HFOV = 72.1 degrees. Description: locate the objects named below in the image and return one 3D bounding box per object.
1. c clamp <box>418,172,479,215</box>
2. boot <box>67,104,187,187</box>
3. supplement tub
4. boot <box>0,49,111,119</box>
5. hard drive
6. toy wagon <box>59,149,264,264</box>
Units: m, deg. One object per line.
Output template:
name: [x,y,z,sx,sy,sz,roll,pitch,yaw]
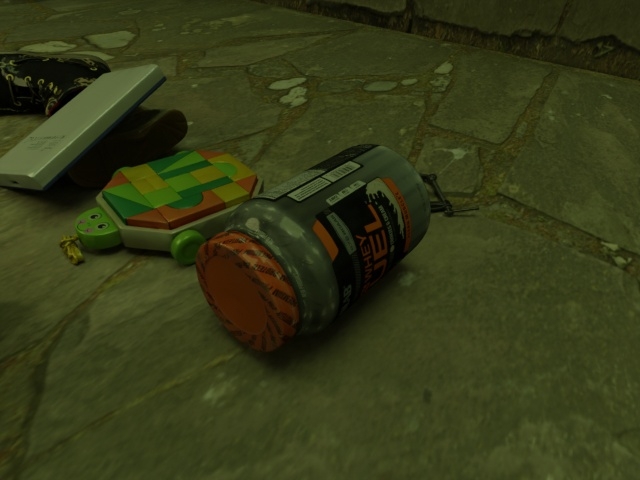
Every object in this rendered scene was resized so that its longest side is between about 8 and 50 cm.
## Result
c clamp: [0.226,-0.098,0.907,0.137,0.022,0.161,-8,41,-8]
boot: [-0.441,-0.215,0.923,0.203,0.095,0.262,22,52,32]
supplement tub: [0.000,0.000,0.613,0.193,0.194,0.316,29,45,28]
boot: [-0.653,-0.342,1.035,0.377,0.138,0.284,-18,43,-34]
hard drive: [-0.464,-0.221,0.842,0.210,0.040,0.319,8,54,35]
toy wagon: [-0.269,-0.061,0.762,0.344,0.068,0.267,-25,47,-33]
